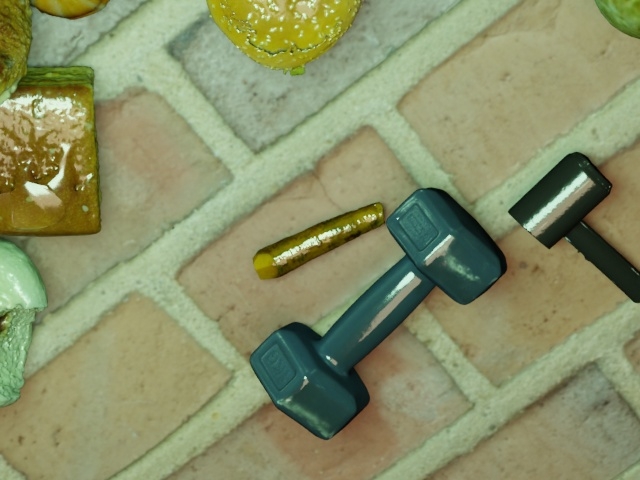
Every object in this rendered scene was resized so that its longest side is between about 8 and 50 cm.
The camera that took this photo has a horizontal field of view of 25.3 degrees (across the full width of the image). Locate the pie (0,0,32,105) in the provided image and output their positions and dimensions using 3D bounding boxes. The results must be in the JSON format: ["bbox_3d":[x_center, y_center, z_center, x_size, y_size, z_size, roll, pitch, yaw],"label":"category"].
[{"bbox_3d":[-0.416,-0.253,1.432,0.092,0.315,0.315,-26,116,38],"label":"pie"}]

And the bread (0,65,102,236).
[{"bbox_3d":[-0.364,-0.098,1.593,0.234,0.110,0.184,0,112,-4],"label":"bread"}]

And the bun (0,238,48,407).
[{"bbox_3d":[-0.403,0.099,1.665,0.212,0.126,0.204,-41,85,6],"label":"bun"}]

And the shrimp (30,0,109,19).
[{"bbox_3d":[-0.267,-0.353,1.520,0.150,0.068,0.248,20,115,-7],"label":"shrimp"}]

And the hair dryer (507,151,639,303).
[{"bbox_3d":[0.349,0.003,1.727,0.248,0.070,0.114,39,105,-23],"label":"hair dryer"}]

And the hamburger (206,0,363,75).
[{"bbox_3d":[-0.032,-0.284,1.542,0.191,0.118,0.182,-38,114,6],"label":"hamburger"}]

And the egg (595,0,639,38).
[{"bbox_3d":[0.398,-0.337,1.490,0.238,0.238,0.289,22,117,-14],"label":"egg"}]

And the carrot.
[{"bbox_3d":[0.000,0.000,1.707,0.171,0.042,0.042,-24,113,3],"label":"carrot"}]

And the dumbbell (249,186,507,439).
[{"bbox_3d":[0.070,0.085,1.691,0.156,0.143,0.316,39,104,-21],"label":"dumbbell"}]
